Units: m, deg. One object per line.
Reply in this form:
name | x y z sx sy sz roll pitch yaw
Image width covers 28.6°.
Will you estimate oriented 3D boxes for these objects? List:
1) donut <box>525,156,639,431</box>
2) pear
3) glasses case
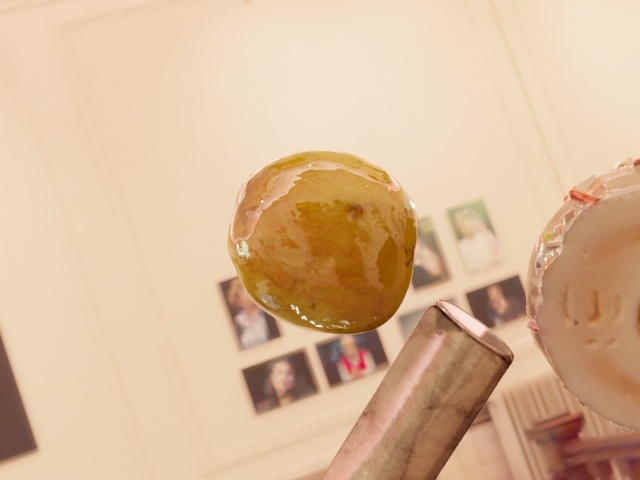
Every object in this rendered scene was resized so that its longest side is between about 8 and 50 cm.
donut | 0.432 0.061 1.509 0.382 0.383 0.142 -22 16 26
pear | 0.000 0.000 1.273 0.200 0.200 0.200 -19 -5 -2
glasses case | 0.096 0.216 1.381 0.060 0.114 0.299 2 -58 -56
